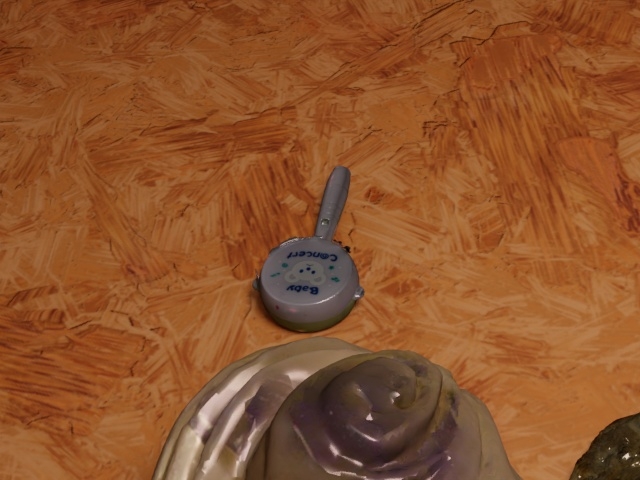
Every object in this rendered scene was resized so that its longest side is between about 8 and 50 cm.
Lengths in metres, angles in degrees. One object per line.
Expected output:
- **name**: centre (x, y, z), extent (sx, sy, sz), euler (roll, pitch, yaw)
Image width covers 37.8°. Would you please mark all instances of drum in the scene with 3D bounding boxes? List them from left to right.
- **drum**: centre (0.019, 0.005, 1.121), extent (0.130, 0.049, 0.253), euler (16, 50, 23)

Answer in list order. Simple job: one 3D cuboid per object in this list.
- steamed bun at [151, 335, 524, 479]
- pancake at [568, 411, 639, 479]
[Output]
- **steamed bun**: centre (0.029, 0.207, 0.781), extent (0.394, 0.237, 0.347), euler (12, 48, 21)
- **pancake**: centre (0.304, 0.204, 0.789), extent (0.253, 0.037, 0.253), euler (-33, 10, 7)
